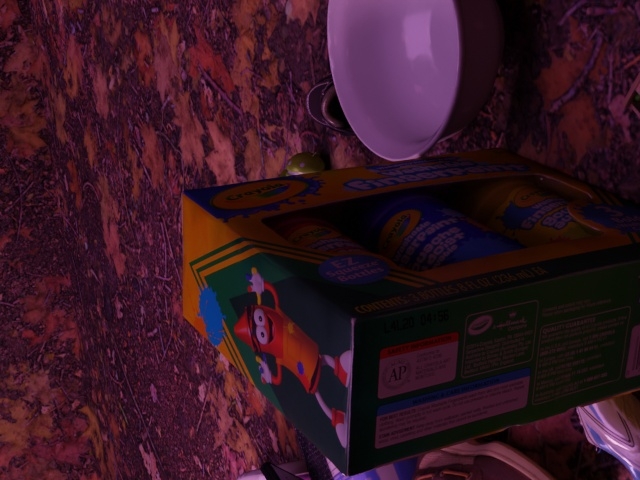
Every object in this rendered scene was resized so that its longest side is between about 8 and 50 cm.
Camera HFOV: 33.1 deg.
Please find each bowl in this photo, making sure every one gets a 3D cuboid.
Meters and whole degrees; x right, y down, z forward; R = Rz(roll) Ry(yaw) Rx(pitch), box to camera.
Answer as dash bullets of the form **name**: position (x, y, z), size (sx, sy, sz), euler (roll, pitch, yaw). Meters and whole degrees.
- **bowl**: position (0.136, -0.252, 1.352), size (0.298, 0.134, 0.297), euler (29, 124, 56)

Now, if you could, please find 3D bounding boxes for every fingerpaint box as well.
- **fingerpaint box**: position (0.126, 0.039, 1.140), size (0.371, 0.445, 0.163), euler (34, 128, 55)

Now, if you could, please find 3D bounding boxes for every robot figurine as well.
- **robot figurine**: position (-0.024, -0.094, 1.784), size (0.101, 0.067, 0.115), euler (11, 111, 32)

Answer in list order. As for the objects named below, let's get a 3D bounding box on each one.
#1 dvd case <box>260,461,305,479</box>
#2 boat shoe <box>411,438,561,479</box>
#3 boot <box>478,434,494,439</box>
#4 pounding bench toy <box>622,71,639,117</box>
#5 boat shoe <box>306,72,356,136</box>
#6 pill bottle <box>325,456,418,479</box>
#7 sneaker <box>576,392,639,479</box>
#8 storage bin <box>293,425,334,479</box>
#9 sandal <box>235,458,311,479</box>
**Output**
- **dvd case**: position (0.018, 0.463, 1.763), size (0.022, 0.253, 0.180), euler (-47, 45, 6)
- **boat shoe**: position (0.213, 0.328, 1.377), size (0.123, 0.123, 0.342), euler (-57, 22, -12)
- **boot**: position (0.231, 0.176, 1.399), size (0.263, 0.091, 0.229), euler (-126, 31, -46)
- **pounding bench toy**: position (0.342, -0.132, 1.091), size (0.065, 0.052, 0.083), euler (60, 147, 33)
- **boat shoe**: position (0.043, -0.204, 1.590), size (0.285, 0.092, 0.102), euler (20, 117, 59)
- **pill bottle**: position (0.085, 0.320, 1.635), size (0.152, 0.152, 0.272), euler (-53, 52, 55)
- **sneaker**: position (0.313, 0.182, 1.212), size (0.086, 0.085, 0.237), euler (-54, 52, 29)
- **storage bin**: position (0.045, 0.343, 1.750), size (0.084, 0.122, 0.180), euler (-46, 59, 57)
- **sandal**: position (-0.077, 0.479, 1.998), size (0.416, 0.169, 0.102), euler (118, 138, -68)
